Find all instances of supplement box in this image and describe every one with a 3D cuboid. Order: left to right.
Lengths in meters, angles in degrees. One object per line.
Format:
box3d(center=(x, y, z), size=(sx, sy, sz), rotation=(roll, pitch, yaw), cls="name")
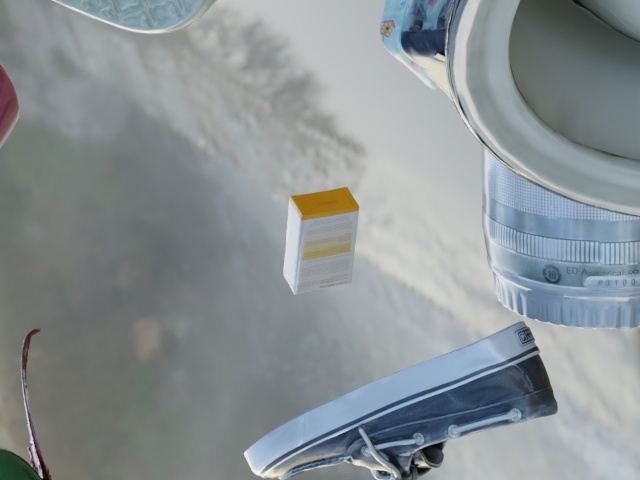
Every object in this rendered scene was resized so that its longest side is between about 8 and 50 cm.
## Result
box3d(center=(0.000, 0.000, 1.942), size=(0.036, 0.062, 0.098), rotation=(-122, 29, -46), cls="supplement box")

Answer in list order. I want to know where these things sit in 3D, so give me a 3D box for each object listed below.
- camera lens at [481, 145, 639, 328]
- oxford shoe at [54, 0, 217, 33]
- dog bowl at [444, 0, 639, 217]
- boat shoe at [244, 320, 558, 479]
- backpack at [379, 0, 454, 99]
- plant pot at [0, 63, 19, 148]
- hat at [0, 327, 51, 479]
box3d(center=(0.253, -0.082, 1.781), size=(0.219, 0.219, 0.274), rotation=(-141, 46, -64), cls="camera lens")
box3d(center=(-0.265, -0.297, 1.502), size=(0.169, 0.449, 0.130), rotation=(-62, 0, 25), cls="oxford shoe")
box3d(center=(0.266, -0.178, 1.124), size=(0.408, 0.408, 0.150), rotation=(90, 177, -58), cls="dog bowl")
box3d(center=(0.073, 0.175, 1.807), size=(0.105, 0.306, 0.113), rotation=(68, -160, 5), cls="boat shoe")
box3d(center=(0.159, -0.252, 2.136), size=(0.144, 0.188, 0.166), rotation=(6, 160, 42), cls="backpack")
box3d(center=(-0.377, -0.086, 1.641), size=(0.201, 0.180, 0.201), rotation=(23, 152, 13), cls="plant pot")
box3d(center=(-0.260, 0.186, 1.676), size=(0.208, 0.173, 0.183), rotation=(16, 99, 45), cls="hat")
